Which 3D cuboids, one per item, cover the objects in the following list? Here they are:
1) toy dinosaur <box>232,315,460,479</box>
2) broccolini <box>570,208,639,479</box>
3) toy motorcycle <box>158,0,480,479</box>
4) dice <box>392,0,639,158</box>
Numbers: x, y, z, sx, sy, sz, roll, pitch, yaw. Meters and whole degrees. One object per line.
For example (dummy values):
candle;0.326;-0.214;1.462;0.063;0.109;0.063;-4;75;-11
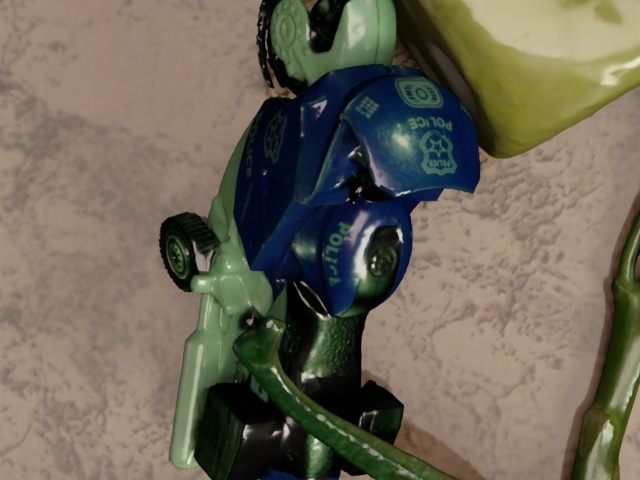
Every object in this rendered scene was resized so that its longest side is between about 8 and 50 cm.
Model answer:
toy dinosaur;0.111;0.240;1.179;0.301;0.087;0.447;-3;115;0
broccolini;0.213;0.079;1.253;0.079;0.074;0.392;15;88;6
toy motorcycle;0.000;0.000;1.177;0.125;0.196;0.331;-2;114;-34
dice;0.140;-0.197;1.174;0.227;0.238;0.233;-32;89;-2
